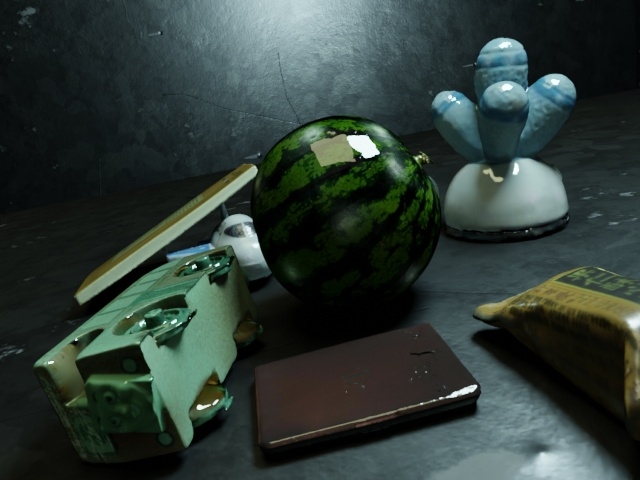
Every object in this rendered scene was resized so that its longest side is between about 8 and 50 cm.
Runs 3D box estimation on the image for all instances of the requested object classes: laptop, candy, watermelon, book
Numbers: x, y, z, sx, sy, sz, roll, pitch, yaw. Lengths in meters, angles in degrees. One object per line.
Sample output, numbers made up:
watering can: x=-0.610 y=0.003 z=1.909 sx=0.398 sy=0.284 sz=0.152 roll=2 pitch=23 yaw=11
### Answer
laptop: x=0.037 y=0.144 z=0.526 sx=0.207 sy=0.026 sz=0.154 roll=-13 pitch=18 yaw=-6
candy: x=0.255 y=0.081 z=0.480 sx=0.143 sy=0.101 sz=0.271 roll=-18 pitch=10 yaw=-5
watermelon: x=0.035 y=-0.035 z=0.708 sx=0.268 sy=0.269 sz=0.269 roll=-10 pitch=16 yaw=3
book: x=-0.293 y=-0.030 z=1.025 sx=0.389 sy=0.032 sz=0.269 roll=-37 pitch=15 yaw=-5

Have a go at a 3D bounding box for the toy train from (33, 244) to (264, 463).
toy train: x=-0.168 y=0.109 z=0.597 sx=0.159 sy=0.129 sz=0.326 roll=-14 pitch=16 yaw=11

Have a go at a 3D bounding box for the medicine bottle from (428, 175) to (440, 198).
medicine bottle: x=0.146 y=-0.122 z=1.200 sx=0.108 sy=0.108 sz=0.426 roll=-13 pitch=14 yaw=-10

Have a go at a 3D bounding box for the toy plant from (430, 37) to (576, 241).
toy plant: x=0.323 y=-0.187 z=0.933 sx=0.247 sy=0.332 sz=0.247 roll=-8 pitch=15 yaw=2

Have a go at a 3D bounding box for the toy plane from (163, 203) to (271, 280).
toy plane: x=-0.152 y=0.004 z=0.962 sx=0.266 sy=0.123 sz=0.267 roll=-9 pitch=19 yaw=3
